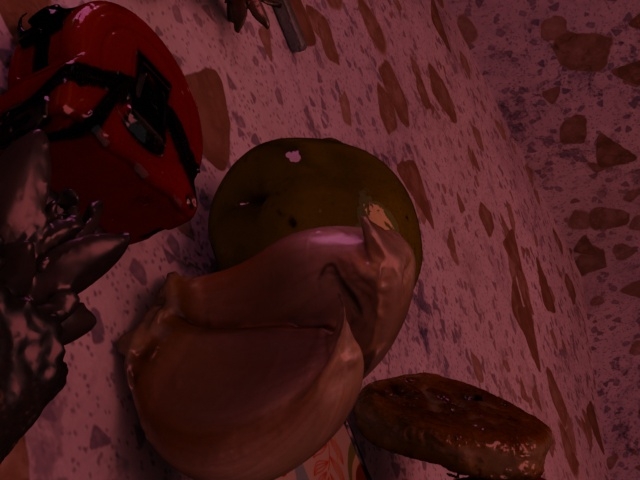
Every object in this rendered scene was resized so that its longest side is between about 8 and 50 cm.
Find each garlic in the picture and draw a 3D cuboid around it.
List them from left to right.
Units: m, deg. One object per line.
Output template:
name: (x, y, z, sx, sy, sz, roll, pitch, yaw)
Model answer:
garlic: (-0.049, 0.109, 1.008, 0.286, 0.313, 0.249, -33, 113, -64)

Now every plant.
plant: (-0.272, 0.056, 0.697, 0.181, 0.194, 0.320, 59, 28, -34)

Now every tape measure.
tape measure: (-0.233, -0.141, 1.037, 0.253, 0.114, 0.260, 45, 34, -46)

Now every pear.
pear: (0.000, 0.000, 1.247, 0.294, 0.294, 0.294, 47, 33, -43)

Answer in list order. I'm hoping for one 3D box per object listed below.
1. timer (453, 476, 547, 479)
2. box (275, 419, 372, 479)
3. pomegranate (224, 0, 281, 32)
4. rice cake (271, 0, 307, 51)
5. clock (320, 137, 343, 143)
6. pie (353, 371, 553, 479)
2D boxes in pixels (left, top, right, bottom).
timer: (0.271, 0.541, 1.416, 0.378, 0.279, 0.378, 43, 38, -46)
box: (-0.030, 0.415, 1.042, 0.344, 0.122, 0.385, 69, 23, -4)
pomegranate: (-0.127, -0.434, 1.453, 0.181, 0.181, 0.224, -74, 161, -54)
rice cake: (-0.068, -0.425, 1.731, 0.171, 0.029, 0.033, 68, 24, -7)
clock: (0.029, -0.029, 1.582, 0.293, 0.071, 0.277, 40, 42, -49)
pie: (0.196, 0.281, 1.462, 0.315, 0.315, 0.092, -8, 112, -67)
